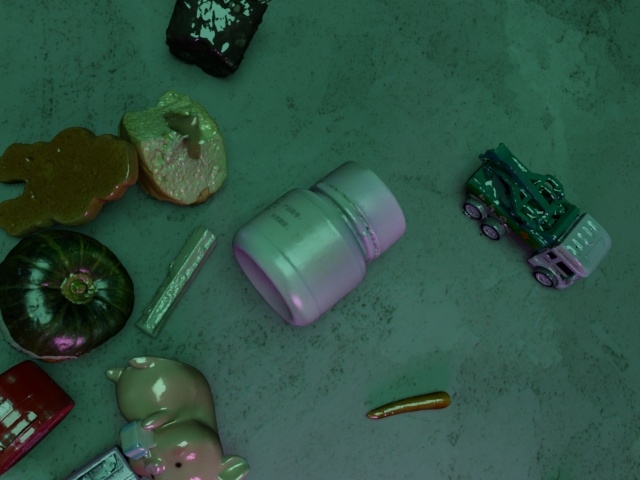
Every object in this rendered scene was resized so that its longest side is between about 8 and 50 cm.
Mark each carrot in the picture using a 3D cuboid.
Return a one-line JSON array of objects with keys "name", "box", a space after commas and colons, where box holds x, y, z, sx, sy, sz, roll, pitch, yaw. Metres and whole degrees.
[{"name": "carrot", "box": [0.188, 0.355, 1.562, 0.190, 0.037, 0.037, -8, 80, -9]}]

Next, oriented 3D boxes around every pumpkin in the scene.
[{"name": "pumpkin", "box": [-0.501, 0.103, 1.408, 0.260, 0.189, 0.260, 7, 79, -39]}]

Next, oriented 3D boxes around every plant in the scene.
[{"name": "plant", "box": [-0.215, -0.511, 1.585, 0.189, 0.199, 0.275, 19, 79, -13]}]

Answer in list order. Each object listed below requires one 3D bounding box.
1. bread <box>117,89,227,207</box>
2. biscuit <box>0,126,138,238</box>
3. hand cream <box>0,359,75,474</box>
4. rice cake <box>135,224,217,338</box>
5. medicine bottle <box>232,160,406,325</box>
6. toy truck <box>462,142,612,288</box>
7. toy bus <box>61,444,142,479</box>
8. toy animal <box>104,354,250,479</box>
[{"name": "bread", "box": [-0.312, -0.177, 1.551, 0.184, 0.224, 0.211, -26, 126, -21]}, {"name": "biscuit", "box": [-0.508, -0.121, 1.448, 0.334, 0.047, 0.201, -12, 78, 19]}, {"name": "hand cream", "box": [-0.565, 0.325, 1.340, 0.125, 0.193, 0.193, 43, 74, 2]}, {"name": "rice cake", "box": [-0.298, 0.081, 1.515, 0.057, 0.052, 0.256, 24, 73, 25]}, {"name": "medicine bottle", "box": [0.000, 0.000, 1.488, 0.302, 0.241, 0.241, -38, 88, -15]}, {"name": "toy truck", "box": [0.476, -0.059, 1.629, 0.363, 0.178, 0.176, 46, 74, -2]}, {"name": "toy bus", "box": [-0.444, 0.481, 1.380, 0.199, 0.096, 0.108, -33, 82, -17]}, {"name": "toy animal", "box": [-0.280, 0.355, 1.376, 0.195, 0.213, 0.256, -23, 67, 29]}]
